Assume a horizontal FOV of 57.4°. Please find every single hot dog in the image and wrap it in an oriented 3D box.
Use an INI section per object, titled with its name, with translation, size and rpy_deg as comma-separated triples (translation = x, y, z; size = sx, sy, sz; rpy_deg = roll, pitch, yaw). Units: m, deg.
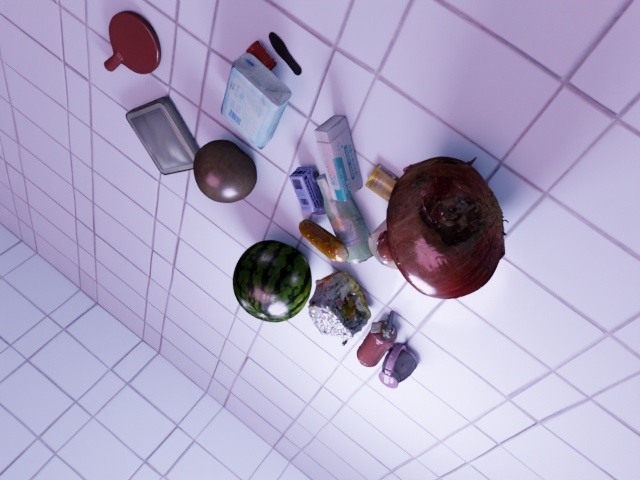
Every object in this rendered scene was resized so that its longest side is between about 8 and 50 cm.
[hot dog]
translation = 0.004, -0.001, 1.833
size = 0.087, 0.061, 0.286
rpy_deg = 55, 171, -26

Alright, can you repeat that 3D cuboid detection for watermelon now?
[watermelon]
translation = -0.165, 0.144, 2.047
size = 0.285, 0.285, 0.285
rpy_deg = 24, 139, 23

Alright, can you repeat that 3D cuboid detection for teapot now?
[teapot]
translation = 0.270, 0.441, 2.038
size = 0.116, 0.146, 0.148
rpy_deg = 39, 142, 5

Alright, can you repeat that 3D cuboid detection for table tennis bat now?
[table tennis bat]
translation = -0.627, -0.625, 1.907
size = 0.310, 0.038, 0.200
rpy_deg = -13, 117, 47

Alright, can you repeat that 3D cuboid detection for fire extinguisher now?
[fire extinguisher]
translation = 0.204, 0.346, 2.051
size = 0.105, 0.105, 0.269
rpy_deg = 35, 144, 11

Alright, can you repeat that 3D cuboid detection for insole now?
[insole]
translation = -0.095, -0.503, 1.578
size = 0.135, 0.002, 0.045
rpy_deg = 51, 143, -10

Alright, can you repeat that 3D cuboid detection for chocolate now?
[chocolate]
translation = 0.070, -0.071, 1.771
size = 0.110, 0.110, 0.291
rpy_deg = -4, 120, 44

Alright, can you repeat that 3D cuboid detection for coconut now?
[coconut]
translation = 0.214, 0.011, 1.671
size = 0.147, 0.153, 0.147
rpy_deg = 26, 139, 25

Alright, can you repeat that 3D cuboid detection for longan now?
[longan]
translation = -0.312, -0.221, 1.896
size = 0.198, 0.198, 0.212
rpy_deg = -12, 116, 47

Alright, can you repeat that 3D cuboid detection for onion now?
[onion]
translation = 0.303, -0.037, 1.414
size = 0.354, 0.353, 0.353
rpy_deg = 24, 139, 23

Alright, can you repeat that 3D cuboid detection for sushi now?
[sushi]
translation = 0.072, 0.236, 1.988
size = 0.140, 0.184, 0.274
rpy_deg = -11, 119, 48

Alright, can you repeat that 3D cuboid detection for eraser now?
[eraser]
translation = 0.053, -0.226, 1.634
size = 0.052, 0.095, 0.225
rpy_deg = 14, 135, 38

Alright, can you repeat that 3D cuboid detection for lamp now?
[lamp]
translation = -0.557, -0.364, 2.088
size = 0.267, 0.047, 0.269
rpy_deg = -4, 123, 43

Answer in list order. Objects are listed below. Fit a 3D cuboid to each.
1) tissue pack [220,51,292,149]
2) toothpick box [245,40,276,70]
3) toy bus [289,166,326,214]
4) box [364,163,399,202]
[tissue pack]
translation = -0.186, -0.392, 1.663
size = 0.177, 0.089, 0.263
rpy_deg = 43, 155, 0
[toothpick box]
translation = -0.160, -0.501, 1.602
size = 0.083, 0.047, 0.047
rpy_deg = 48, 142, -8
[toy bus]
translation = -0.034, -0.144, 1.807
size = 0.073, 0.076, 0.167
rpy_deg = 4, 128, 39
[box]
translation = 0.204, -0.140, 1.641
size = 0.156, 0.022, 0.089
rpy_deg = 38, 143, 6
